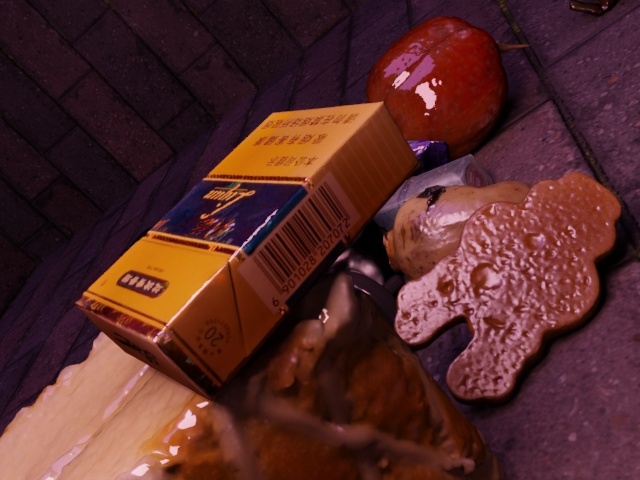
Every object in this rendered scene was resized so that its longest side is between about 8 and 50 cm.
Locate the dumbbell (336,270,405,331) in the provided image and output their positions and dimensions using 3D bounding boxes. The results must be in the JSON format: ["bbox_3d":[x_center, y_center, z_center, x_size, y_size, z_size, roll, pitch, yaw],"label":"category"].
[{"bbox_3d":[0.013,0.144,0.967,0.143,0.143,0.325,-14,23,51],"label":"dumbbell"}]

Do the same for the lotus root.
[{"bbox_3d":[0.189,-0.006,0.972,0.257,0.154,0.140,-20,22,28],"label":"lotus root"}]

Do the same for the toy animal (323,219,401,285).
[{"bbox_3d":[-0.003,0.006,1.143,0.213,0.266,0.212,-31,30,20],"label":"toy animal"}]

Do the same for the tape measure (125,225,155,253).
[{"bbox_3d":[-0.268,0.090,1.416,0.253,0.260,0.114,-12,33,34],"label":"tape measure"}]

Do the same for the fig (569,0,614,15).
[{"bbox_3d":[0.528,-0.545,1.345,0.235,0.214,0.235,-29,-1,-1],"label":"fig"}]

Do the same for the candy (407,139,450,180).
[{"bbox_3d":[0.087,-0.119,1.273,0.275,0.145,0.070,-10,72,7],"label":"candy"}]

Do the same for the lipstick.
[{"bbox_3d":[0.146,-0.054,1.237,0.290,0.077,0.076,-22,30,44],"label":"lipstick"}]

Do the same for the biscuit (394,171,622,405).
[{"bbox_3d":[0.225,0.045,0.851,0.295,0.186,0.044,-42,-23,-2],"label":"biscuit"}]

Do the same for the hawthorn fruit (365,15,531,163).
[{"bbox_3d":[0.206,-0.266,1.318,0.258,0.258,0.261,-134,63,-68],"label":"hawthorn fruit"}]

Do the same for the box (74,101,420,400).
[{"bbox_3d":[-0.054,-0.004,0.555,0.237,0.070,0.152,-46,29,-23],"label":"box"}]

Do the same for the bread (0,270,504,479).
[{"bbox_3d":[-0.060,0.236,0.672,0.371,0.390,0.279,-47,31,-18],"label":"bread"}]
